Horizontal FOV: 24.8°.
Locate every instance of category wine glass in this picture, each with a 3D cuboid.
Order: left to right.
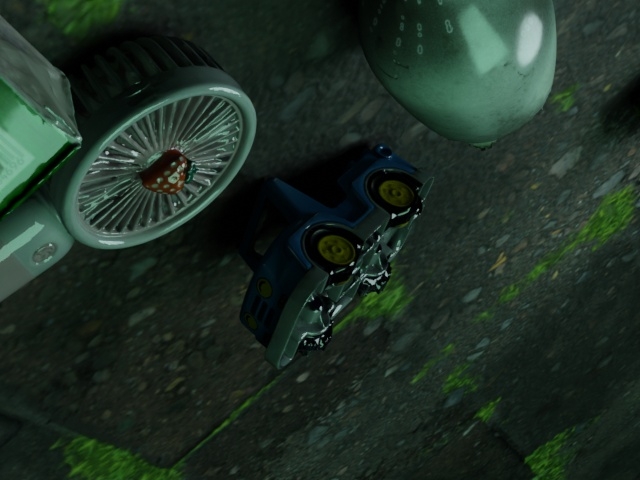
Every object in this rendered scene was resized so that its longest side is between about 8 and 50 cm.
[{"bbox_3d":[0.074,-0.150,0.875,0.126,0.126,0.241,-39,152,-1],"label":"wine glass"}]

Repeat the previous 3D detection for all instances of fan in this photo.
[{"bbox_3d":[-0.149,-0.022,0.841,0.244,0.074,0.130,-37,155,-4],"label":"fan"}]

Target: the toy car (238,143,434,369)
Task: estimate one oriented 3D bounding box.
[{"bbox_3d":[0.000,0.000,1.064,0.191,0.100,0.097,-44,163,-43],"label":"toy car"}]

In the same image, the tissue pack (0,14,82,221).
[{"bbox_3d":[-0.233,-0.045,0.635,0.209,0.156,0.148,-42,118,7],"label":"tissue pack"}]

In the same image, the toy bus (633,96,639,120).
[{"bbox_3d":[0.374,-0.139,1.320,0.175,0.101,0.088,-45,126,11],"label":"toy bus"}]
